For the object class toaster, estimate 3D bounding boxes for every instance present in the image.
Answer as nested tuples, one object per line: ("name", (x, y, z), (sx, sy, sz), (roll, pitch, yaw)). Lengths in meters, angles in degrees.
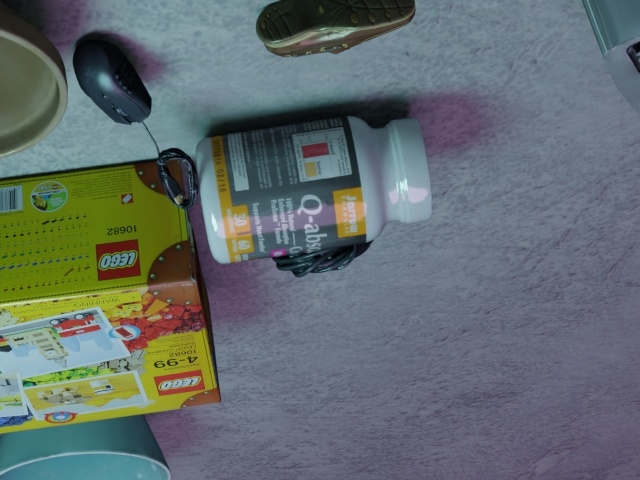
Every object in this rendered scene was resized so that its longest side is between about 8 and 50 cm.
("toaster", (0.395, -0.246, 1.448), (0.185, 0.110, 0.168), (-22, 146, 21))

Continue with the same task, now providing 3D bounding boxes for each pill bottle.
("pill bottle", (-0.008, -0.068, 1.578), (0.278, 0.162, 0.162), (-9, 149, -1))

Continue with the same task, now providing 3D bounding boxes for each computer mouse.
("computer mouse", (-0.210, -0.125, 1.450), (0.071, 0.041, 0.242), (-14, 124, 28))

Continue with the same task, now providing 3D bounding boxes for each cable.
("cable", (0.000, 0.000, 1.685), (0.150, 0.184, 0.047), (-17, 114, -29))

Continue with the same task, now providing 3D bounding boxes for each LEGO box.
("LEGO box", (-0.405, 0.097, 1.707), (0.500, 0.193, 0.372), (-8, 149, -3))

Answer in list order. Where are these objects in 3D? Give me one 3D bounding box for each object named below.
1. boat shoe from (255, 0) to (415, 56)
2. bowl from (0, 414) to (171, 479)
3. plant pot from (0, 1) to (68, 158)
("boat shoe", (0.020, -0.242, 1.399), (0.178, 0.064, 0.060), (-10, 155, 13))
("bowl", (-0.415, 0.347, 2.151), (0.311, 0.163, 0.311), (-7, 149, -4))
("plant pot", (-0.385, -0.189, 1.319), (0.237, 0.110, 0.237), (-6, 149, -4))
